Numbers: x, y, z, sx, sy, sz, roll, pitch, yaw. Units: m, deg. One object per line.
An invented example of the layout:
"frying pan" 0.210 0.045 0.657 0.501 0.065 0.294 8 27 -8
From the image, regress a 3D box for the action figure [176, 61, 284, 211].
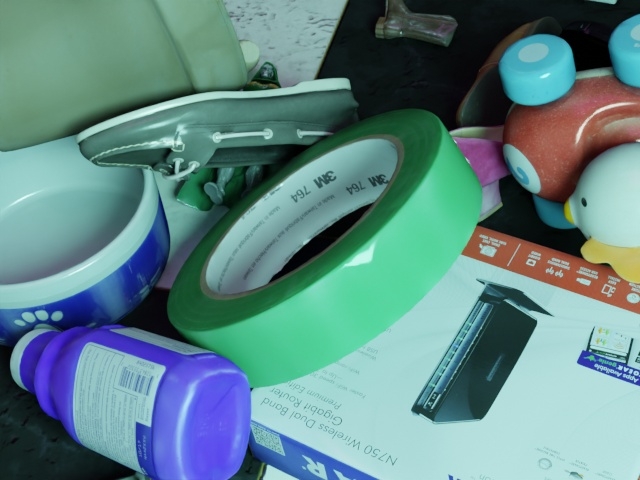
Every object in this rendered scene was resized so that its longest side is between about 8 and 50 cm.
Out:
"action figure" -0.087 -0.138 1.188 0.137 0.064 0.232 9 52 2

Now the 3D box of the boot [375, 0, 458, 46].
"boot" 0.145 -0.317 1.338 0.114 0.037 0.106 9 62 22

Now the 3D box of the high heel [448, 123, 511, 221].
"high heel" 0.225 -0.131 1.090 0.244 0.117 0.082 -37 42 -22

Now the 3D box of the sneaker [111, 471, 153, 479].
"sneaker" -0.215 0.248 0.844 0.157 0.065 0.061 -28 49 -17

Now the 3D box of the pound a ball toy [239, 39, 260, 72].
"pound a ball toy" -0.252 -0.321 1.292 0.208 0.135 0.319 -30 89 -23

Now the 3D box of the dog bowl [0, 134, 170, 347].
"dog bowl" -0.308 -0.011 1.078 0.264 0.104 0.265 -4 46 5

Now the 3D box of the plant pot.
"plant pot" -0.276 -0.246 1.047 0.280 0.323 0.323 -31 49 -8

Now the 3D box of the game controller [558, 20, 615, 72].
"game controller" 0.405 -0.142 1.046 0.319 0.166 0.067 35 78 34

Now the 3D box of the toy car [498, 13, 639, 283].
"toy car" 0.279 -0.055 0.920 0.210 0.219 0.238 -7 44 21

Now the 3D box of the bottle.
"bottle" -0.187 0.140 0.884 0.282 0.118 0.092 9 6 42

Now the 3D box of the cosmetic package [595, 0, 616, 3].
"cosmetic package" 0.272 -0.485 1.369 0.365 0.197 0.155 18 52 23

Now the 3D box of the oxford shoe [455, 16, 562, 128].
"oxford shoe" 0.227 -0.200 1.207 0.076 0.076 0.212 0 40 52

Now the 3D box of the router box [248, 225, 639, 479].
"router box" 0.146 0.130 0.883 0.335 0.082 0.301 19 53 25

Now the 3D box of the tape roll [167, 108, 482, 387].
"tape roll" 0.000 0.000 0.927 0.321 0.077 0.321 -32 22 15

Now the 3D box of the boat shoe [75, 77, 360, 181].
"boat shoe" -0.095 -0.109 1.050 0.335 0.112 0.096 -15 87 -29
